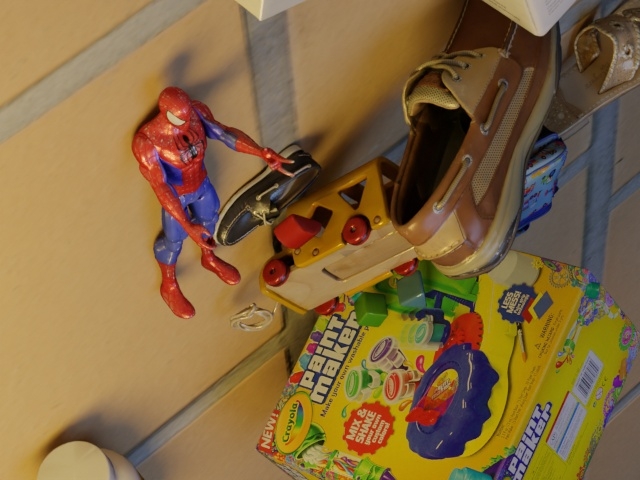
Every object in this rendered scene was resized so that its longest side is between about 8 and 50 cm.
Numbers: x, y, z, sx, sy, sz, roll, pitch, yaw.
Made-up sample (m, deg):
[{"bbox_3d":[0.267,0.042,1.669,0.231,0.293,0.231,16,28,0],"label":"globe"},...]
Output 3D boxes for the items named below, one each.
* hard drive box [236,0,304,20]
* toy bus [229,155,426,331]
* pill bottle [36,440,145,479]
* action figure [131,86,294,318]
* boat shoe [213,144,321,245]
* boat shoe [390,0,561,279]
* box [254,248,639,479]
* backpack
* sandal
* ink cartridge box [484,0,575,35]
[{"bbox_3d":[-0.077,-0.294,1.349,0.089,0.232,0.181,-30,145,-34],"label":"hard drive box"},{"bbox_3d":[0.013,-0.003,1.947,0.202,0.104,0.191,-1,147,-12],"label":"toy bus"},{"bbox_3d":[-0.217,0.268,1.940,0.103,0.103,0.184,-44,151,-12],"label":"pill bottle"},{"bbox_3d":[-0.095,-0.022,1.751,0.091,0.139,0.280,-39,147,-24],"label":"action figure"},{"bbox_3d":[-0.051,-0.038,1.890,0.125,0.038,0.046,-44,151,-13],"label":"boat shoe"},{"bbox_3d":[0.144,-0.128,1.886,0.120,0.122,0.324,27,64,-35],"label":"boat shoe"},{"bbox_3d":[0.137,0.161,2.040,0.177,0.279,0.290,44,66,-51],"label":"box"},{"bbox_3d":[0.177,-0.048,2.128,0.158,0.117,0.173,-27,146,-36],"label":"backpack"},{"bbox_3d":[0.316,-0.204,2.172,0.240,0.088,0.079,-43,156,-3],"label":"sandal"},{"bbox_3d":[0.202,-0.366,1.775,0.226,0.131,0.306,-46,150,-8],"label":"ink cartridge box"}]
